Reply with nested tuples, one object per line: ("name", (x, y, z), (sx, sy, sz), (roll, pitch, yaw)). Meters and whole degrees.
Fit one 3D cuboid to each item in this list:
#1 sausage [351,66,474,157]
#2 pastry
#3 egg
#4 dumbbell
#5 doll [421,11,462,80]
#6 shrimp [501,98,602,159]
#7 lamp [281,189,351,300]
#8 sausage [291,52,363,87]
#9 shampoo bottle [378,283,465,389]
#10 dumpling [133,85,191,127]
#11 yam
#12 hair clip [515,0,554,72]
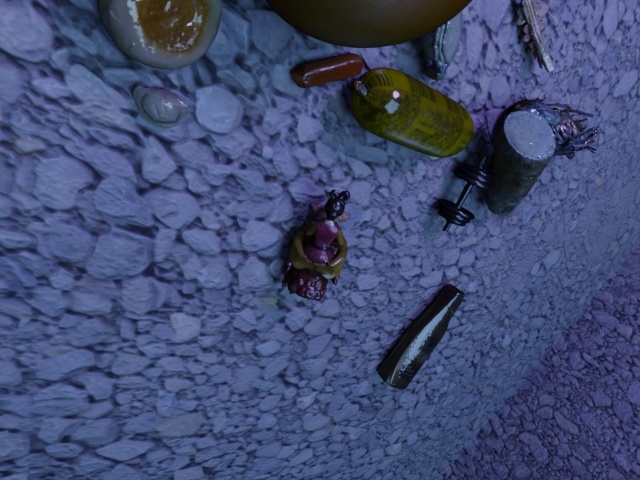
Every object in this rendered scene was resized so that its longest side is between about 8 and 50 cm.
("sausage", (0.183, -0.242, 0.959), (0.347, 0.123, 0.123), (9, 114, -42))
("pastry", (-0.204, -0.301, 0.628), (0.157, 0.092, 0.156), (-23, 135, -24))
("egg", (0.074, -0.401, 0.638), (0.352, 0.282, 0.282), (-19, 131, -14))
("dumbbell", (0.354, -0.113, 1.210), (0.099, 0.099, 0.208), (8, 114, -42))
("doll", (0.225, -0.386, 0.910), (0.214, 0.072, 0.103), (82, 19, -51))
("shrimp", (0.619, -0.270, 1.252), (0.372, 0.172, 0.137), (1, 126, -23))
("lamp", (0.000, 0.000, 1.005), (0.118, 0.118, 0.253), (-2, 118, -38))
("sausage", (0.011, -0.292, 0.846), (0.131, 0.039, 0.041), (-22, 139, -24))
("shampoo bottle", (0.311, 0.287, 1.483), (0.126, 0.084, 0.350), (26, 101, -44))
("dumpling", (-0.234, -0.191, 0.722), (0.077, 0.043, 0.059), (3, 140, -44))
("yam", (0.474, -0.168, 1.211), (0.133, 0.133, 0.330), (-36, 154, -13))
("hair clip", (0.475, -0.461, 1.092), (0.062, 0.056, 0.214), (-37, 130, 12))
